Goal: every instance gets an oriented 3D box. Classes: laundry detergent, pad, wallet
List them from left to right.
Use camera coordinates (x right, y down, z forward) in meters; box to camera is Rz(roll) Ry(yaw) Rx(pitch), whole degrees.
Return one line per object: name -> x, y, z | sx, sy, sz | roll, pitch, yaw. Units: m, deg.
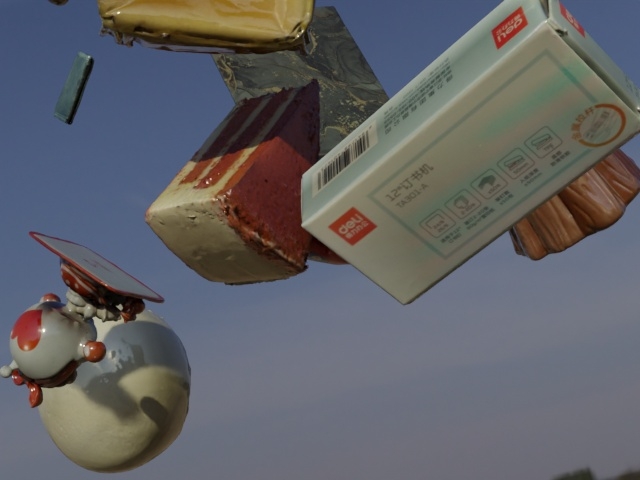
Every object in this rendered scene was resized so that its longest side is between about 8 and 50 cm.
wallet -> -0.440, -0.274, 1.961 | 0.026, 0.129, 0.088 | 19, 5, -31
pad -> -0.020, -0.228, 1.634 | 0.247, 0.368, 0.007 | -9, -37, -24
laundry detergent -> 0.000, 0.000, 1.415 | 0.165, 0.049, 0.097 | 12, -18, 12

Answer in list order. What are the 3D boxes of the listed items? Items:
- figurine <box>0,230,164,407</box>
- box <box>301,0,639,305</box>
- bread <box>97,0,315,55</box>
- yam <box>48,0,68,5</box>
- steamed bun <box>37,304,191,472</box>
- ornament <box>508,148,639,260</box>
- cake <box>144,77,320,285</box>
figurine -> -0.380, 0.134, 1.610 | 0.226, 0.183, 0.160 | -60, -23, 2
box -> 0.120, -0.072, 0.887 | 0.135, 0.079, 0.269 | 37, -61, -27
bread -> -0.126, -0.277, 1.210 | 0.241, 0.136, 0.107 | 4, 1, -7
yam -> -0.385, -0.367, 1.383 | 0.046, 0.046, 0.264 | -15, -15, 8
steamed bun -> -0.406, 0.276, 2.064 | 0.324, 0.324, 0.206 | -25, -19, 34
ornament -> 0.321, -0.121, 1.563 | 0.221, 0.218, 0.235 | -41, 11, -10
cake -> -0.107, -0.093, 1.330 | 0.158, 0.262, 0.159 | -10, -23, 34
